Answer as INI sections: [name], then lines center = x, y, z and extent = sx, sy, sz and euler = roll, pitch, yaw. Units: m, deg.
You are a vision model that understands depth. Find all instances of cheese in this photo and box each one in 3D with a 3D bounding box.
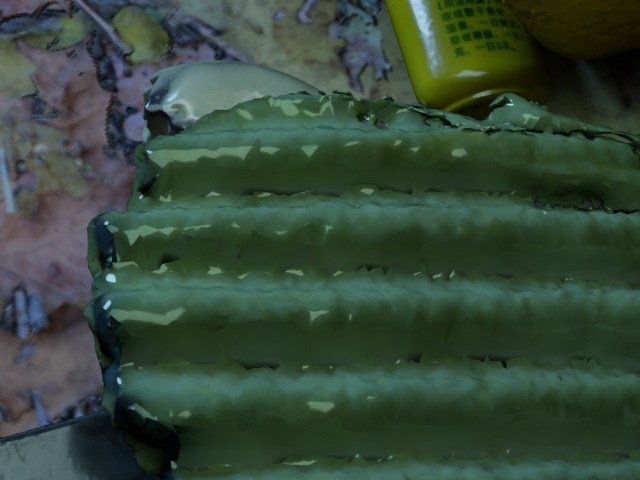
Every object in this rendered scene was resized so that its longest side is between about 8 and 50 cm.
[cheese]
center = 0.010, -0.016, 1.079
extent = 0.249, 0.071, 0.163
euler = 11, 66, -10

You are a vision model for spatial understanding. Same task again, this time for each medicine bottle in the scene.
[medicine bottle]
center = 0.074, -0.193, 1.185
extent = 0.095, 0.064, 0.260
euler = -5, 65, -25

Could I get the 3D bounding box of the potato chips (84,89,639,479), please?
[potato chips]
center = 0.080, 0.080, 1.002
extent = 0.429, 0.070, 0.358
euler = 3, 69, -22

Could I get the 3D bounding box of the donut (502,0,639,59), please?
[donut]
center = 0.140, -0.223, 1.119
extent = 0.108, 0.277, 0.277
euler = -32, 69, 18

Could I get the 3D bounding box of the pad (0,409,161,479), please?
[pad]
center = -0.040, 0.195, 0.961
extent = 0.367, 0.007, 0.247
euler = -13, 78, -22
